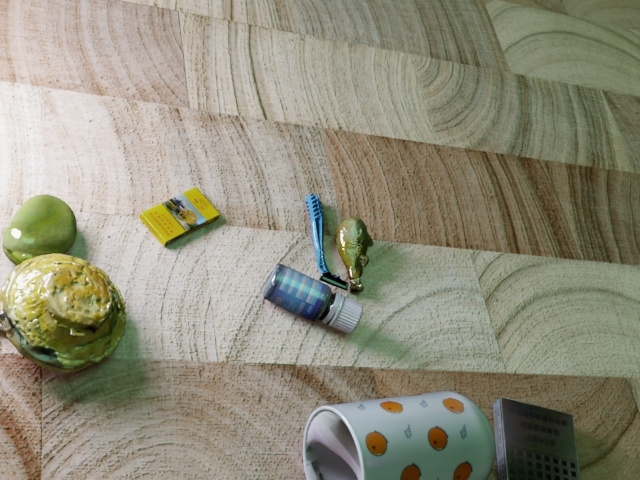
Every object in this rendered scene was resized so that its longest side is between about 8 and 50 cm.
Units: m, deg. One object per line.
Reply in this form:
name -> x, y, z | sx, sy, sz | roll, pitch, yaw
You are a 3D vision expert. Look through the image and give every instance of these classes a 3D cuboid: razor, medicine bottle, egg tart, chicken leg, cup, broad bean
razor -> 0.000, 0.000, 2.093 | 0.082, 0.042, 0.253 | 22, 43, -39
medicine bottle -> -0.014, 0.123, 1.962 | 0.203, 0.083, 0.083 | 24, 48, -7
egg tart -> -0.454, 0.120, 1.706 | 0.241, 0.106, 0.241 | 21, 52, -28
chicken leg -> 0.079, 0.034, 2.096 | 0.093, 0.070, 0.178 | 12, 57, -26
cup -> 0.156, 0.391, 1.751 | 0.317, 0.212, 0.212 | -3, 57, -29
broad bean -> -0.534, -0.016, 1.811 | 0.124, 0.082, 0.174 | 31, 48, -4

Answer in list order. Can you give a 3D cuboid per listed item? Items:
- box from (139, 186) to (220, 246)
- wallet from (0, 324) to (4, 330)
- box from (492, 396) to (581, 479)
box -> -0.295, -0.052, 1.999 | 0.087, 0.023, 0.155 | 45, 48, 15
wallet -> -0.555, 0.140, 1.717 | 0.122, 0.025, 0.061 | 16, 52, -14
box -> 0.448, 0.487, 1.935 | 0.180, 0.047, 0.324 | 16, 49, -14
